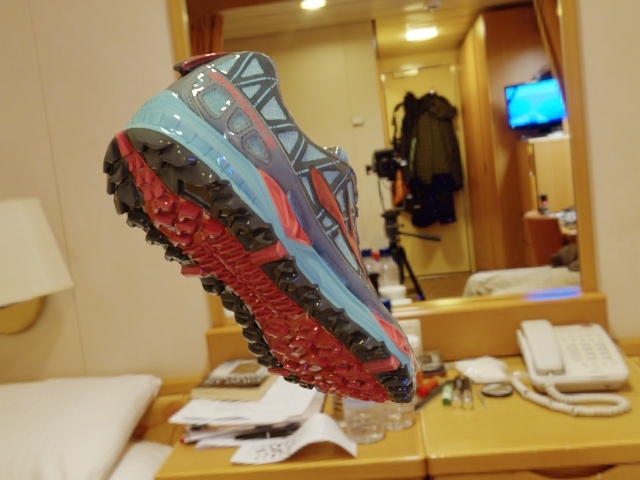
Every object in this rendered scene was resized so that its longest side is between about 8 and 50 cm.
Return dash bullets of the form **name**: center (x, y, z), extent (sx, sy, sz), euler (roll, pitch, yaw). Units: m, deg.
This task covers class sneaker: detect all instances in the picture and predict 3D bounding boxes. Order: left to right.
- **sneaker**: center (0.000, 0.000, 0.406), extent (0.104, 0.262, 0.125), euler (-2, 47, 37)
